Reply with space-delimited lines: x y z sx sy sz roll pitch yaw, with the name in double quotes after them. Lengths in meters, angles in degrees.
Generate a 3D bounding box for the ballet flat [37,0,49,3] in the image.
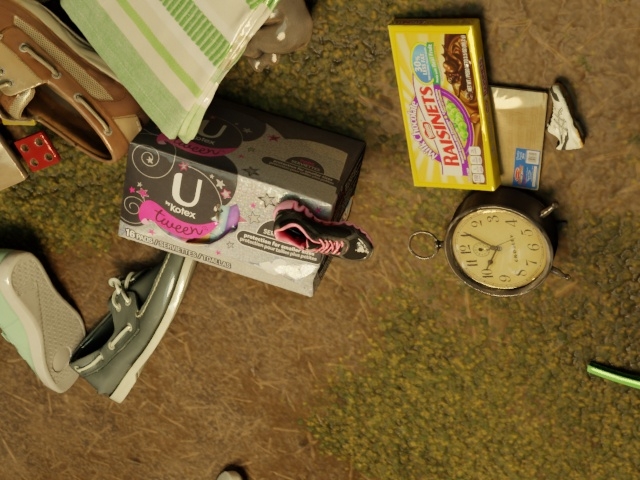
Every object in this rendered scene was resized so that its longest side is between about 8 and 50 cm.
-0.308 -0.308 1.588 0.114 0.041 0.041 -21 113 29 "ballet flat"

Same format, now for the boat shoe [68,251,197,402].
-0.251 0.099 1.790 0.099 0.116 0.319 29 132 -6 "boat shoe"

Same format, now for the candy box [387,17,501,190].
0.142 -0.153 1.529 0.105 0.027 0.206 6 123 31 "candy box"

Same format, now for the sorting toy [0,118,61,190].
-0.453 -0.126 1.754 0.274 0.046 0.132 -20 114 29 "sorting toy"

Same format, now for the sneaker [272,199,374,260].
0.000 0.000 1.477 0.119 0.057 0.047 20 121 -2 "sneaker"

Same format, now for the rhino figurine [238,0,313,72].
-0.088 -0.307 1.491 0.106 0.073 0.243 -16 108 33 "rhino figurine"

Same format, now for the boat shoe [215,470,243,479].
-0.127 0.428 1.997 0.070 0.078 0.219 -3 125 -20 "boat shoe"

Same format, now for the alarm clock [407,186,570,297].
0.197 0.000 1.599 0.192 0.064 0.129 -3 121 18 "alarm clock"

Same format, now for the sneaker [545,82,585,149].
0.267 -0.136 1.504 0.037 0.032 0.083 -12 117 25 "sneaker"

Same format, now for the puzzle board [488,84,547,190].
0.209 -0.120 1.549 0.096 0.011 0.128 8 125 13 "puzzle board"

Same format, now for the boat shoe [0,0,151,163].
-0.348 -0.203 1.605 0.324 0.116 0.123 29 149 1 "boat shoe"

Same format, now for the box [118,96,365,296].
-0.093 -0.062 1.596 0.247 0.163 0.142 17 125 7 "box"

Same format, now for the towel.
-0.145 -0.296 1.459 0.248 0.038 0.325 51 127 17 "towel"

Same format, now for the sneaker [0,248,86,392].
-0.426 0.100 1.878 0.151 0.094 0.256 13 137 32 "sneaker"

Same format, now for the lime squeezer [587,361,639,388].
0.480 0.162 1.613 0.310 0.059 0.110 -19 114 30 "lime squeezer"
